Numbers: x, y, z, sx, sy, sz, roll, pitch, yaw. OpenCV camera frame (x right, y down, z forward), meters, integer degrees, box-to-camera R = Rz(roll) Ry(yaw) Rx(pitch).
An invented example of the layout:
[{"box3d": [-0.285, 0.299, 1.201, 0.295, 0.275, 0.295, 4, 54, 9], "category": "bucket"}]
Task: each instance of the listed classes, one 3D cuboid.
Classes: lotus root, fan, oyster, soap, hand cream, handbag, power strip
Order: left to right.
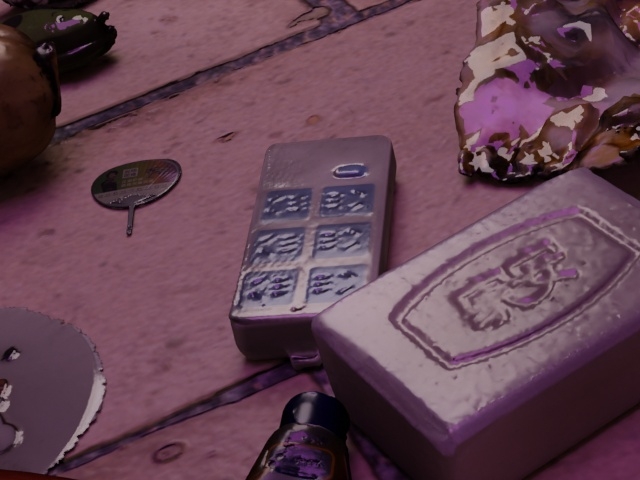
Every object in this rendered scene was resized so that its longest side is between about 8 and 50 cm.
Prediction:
[{"box3d": [-0.218, 0.135, 0.790, 0.190, 0.009, 0.329, -5, 36, 10], "category": "fan"}, {"box3d": [-0.277, -0.083, 1.016, 0.220, 0.118, 0.125, -16, 3, 1], "category": "lotus root"}, {"box3d": [-0.204, -0.150, 1.141, 0.111, 0.047, 0.072, -7, 37, 13], "category": "handbag"}, {"box3d": [-0.128, -0.032, 0.992, 0.060, 0.003, 0.080, 8, 41, 28], "category": "fan"}, {"box3d": [-0.014, 0.138, 0.699, 0.062, 0.039, 0.163, 9, 41, 4], "category": "hand cream"}, {"box3d": [0.000, 0.000, 0.882, 0.081, 0.035, 0.192, -5, 37, 11], "category": "power strip"}, {"box3d": [0.102, 0.046, 0.763, 0.183, 0.064, 0.121, -30, 41, -20], "category": "soap"}, {"box3d": [0.200, -0.145, 0.975, 0.201, 0.107, 0.355, -16, 43, 32], "category": "oyster"}]

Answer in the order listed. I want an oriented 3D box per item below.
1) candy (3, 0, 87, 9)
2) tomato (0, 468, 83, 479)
[{"box3d": [-0.208, -0.216, 1.229, 0.226, 0.051, 0.094, -17, 39, -5], "category": "candy"}, {"box3d": [-0.109, 0.208, 0.403, 0.321, 0.322, 0.321, -9, 36, 6], "category": "tomato"}]
